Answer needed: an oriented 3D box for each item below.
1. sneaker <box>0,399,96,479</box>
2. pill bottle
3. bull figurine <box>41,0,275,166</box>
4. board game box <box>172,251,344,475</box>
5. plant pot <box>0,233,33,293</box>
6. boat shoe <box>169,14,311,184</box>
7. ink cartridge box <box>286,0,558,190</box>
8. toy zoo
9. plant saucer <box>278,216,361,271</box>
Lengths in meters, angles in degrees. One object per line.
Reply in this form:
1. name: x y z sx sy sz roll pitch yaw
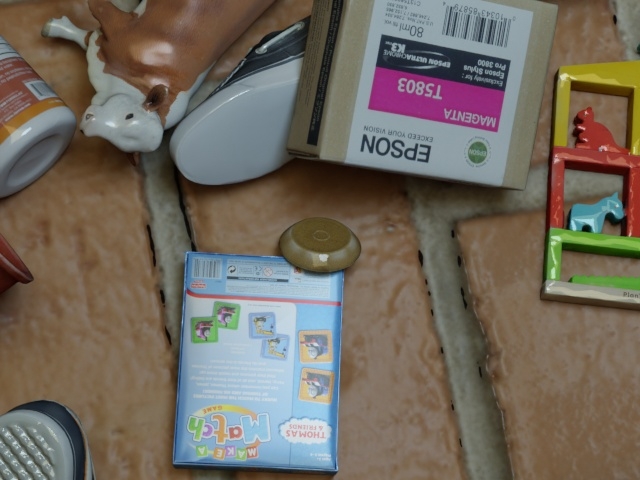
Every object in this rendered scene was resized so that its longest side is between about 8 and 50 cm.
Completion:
1. sneaker: -0.270 0.302 1.436 0.126 0.127 0.321 15 98 7
2. pill bottle: -0.354 -0.155 1.551 0.121 0.121 0.216 -42 80 -13
3. bull figurine: -0.164 -0.220 1.587 0.188 0.101 0.310 38 65 9
4. board game box: -0.059 0.120 1.535 0.160 0.039 0.212 3 73 -3
5. plant pot: -0.455 0.023 1.437 0.265 0.272 0.272 -42 81 -5
6. boat shoe: -0.033 -0.165 1.588 0.301 0.108 0.102 -34 45 -12
7. ink cartridge box: 0.101 -0.159 1.530 0.234 0.088 0.193 7 95 -25
8. toy zoo: 0.332 -0.072 1.619 0.192 0.030 0.293 6 74 -2
9. plant saucer: 0.000 0.000 1.561 0.083 0.015 0.083 3 38 -3
